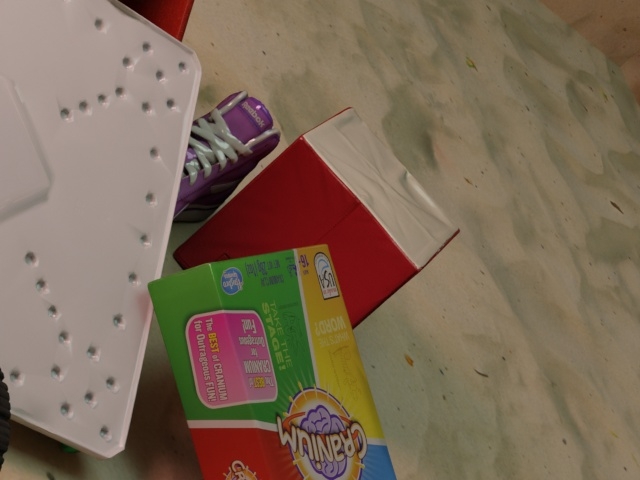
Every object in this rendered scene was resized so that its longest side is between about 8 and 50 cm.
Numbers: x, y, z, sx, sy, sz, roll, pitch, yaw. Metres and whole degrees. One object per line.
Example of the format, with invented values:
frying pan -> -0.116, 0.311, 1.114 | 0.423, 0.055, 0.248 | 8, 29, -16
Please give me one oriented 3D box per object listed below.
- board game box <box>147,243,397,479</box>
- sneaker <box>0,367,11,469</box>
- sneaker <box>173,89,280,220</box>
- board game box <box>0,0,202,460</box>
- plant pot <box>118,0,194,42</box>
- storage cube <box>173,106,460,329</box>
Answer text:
board game box -> -0.025, 0.169, 1.660 | 0.242, 0.064, 0.316 | -11, 83, -65
sneaker -> -0.266, 0.206, 1.239 | 0.109, 0.130, 0.286 | 20, 56, -37
sneaker -> -0.134, -0.089, 1.912 | 0.102, 0.161, 0.282 | 51, 23, 4
board game box -> -0.281, -0.067, 1.513 | 0.390, 0.050, 0.390 | 31, 56, -37
plant pot -> -0.284, -0.257, 1.736 | 0.267, 0.267, 0.236 | 7, 21, -33
storage cube -> 0.000, 0.000, 1.969 | 0.183, 0.193, 0.215 | 49, 23, 2
